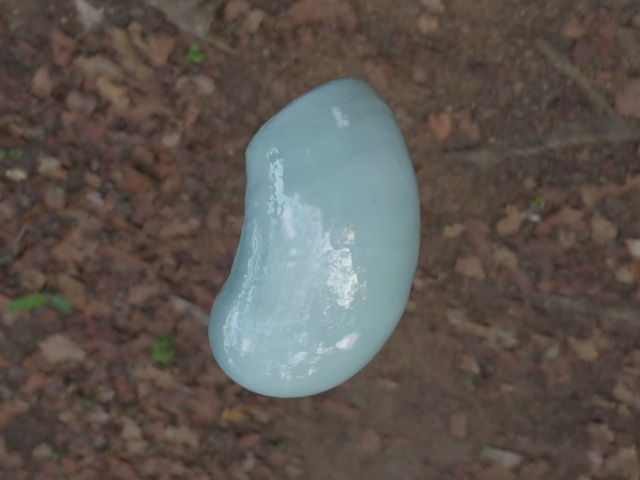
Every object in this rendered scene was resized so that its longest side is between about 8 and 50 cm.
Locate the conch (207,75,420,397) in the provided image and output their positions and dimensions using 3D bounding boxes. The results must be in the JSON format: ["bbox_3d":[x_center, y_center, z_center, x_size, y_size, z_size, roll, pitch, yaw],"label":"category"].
[{"bbox_3d":[0.005,0.003,0.968,0.121,0.185,0.221,17,128,4],"label":"conch"}]
